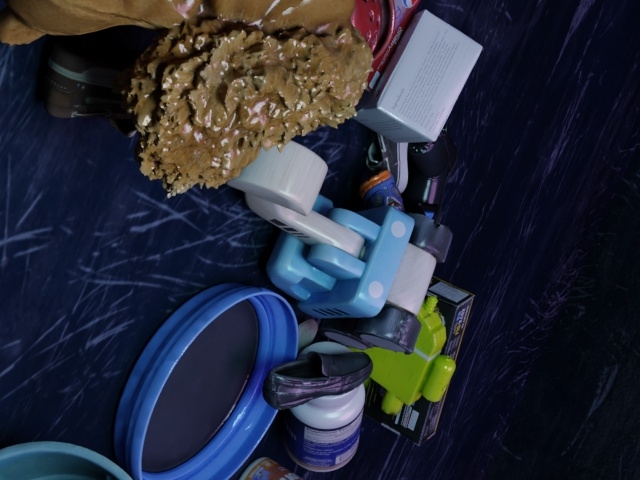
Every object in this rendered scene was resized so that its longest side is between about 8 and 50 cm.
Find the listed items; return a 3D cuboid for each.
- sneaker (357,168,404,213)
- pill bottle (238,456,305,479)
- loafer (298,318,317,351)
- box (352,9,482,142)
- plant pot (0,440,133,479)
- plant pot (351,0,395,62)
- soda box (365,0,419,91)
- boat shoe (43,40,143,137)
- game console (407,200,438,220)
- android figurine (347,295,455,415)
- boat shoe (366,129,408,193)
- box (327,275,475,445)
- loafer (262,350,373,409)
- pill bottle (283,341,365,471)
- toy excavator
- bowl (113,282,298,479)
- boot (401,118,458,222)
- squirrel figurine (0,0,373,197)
[{"bbox_3d":[0.118,-0.044,1.854,0.083,0.087,0.221,-27,157,-4],"label":"sneaker"},{"bbox_3d":[-0.054,0.521,1.916,0.121,0.216,0.121,-40,144,-39],"label":"pill bottle"},{"bbox_3d":[-0.055,0.195,1.855,0.045,0.039,0.125,54,56,-22],"label":"loafer"},{"bbox_3d":[0.149,-0.267,1.643,0.119,0.181,0.182,28,86,-17],"label":"box"},{"bbox_3d":[-0.335,0.483,1.322,0.341,0.341,0.334,-54,158,-19],"label":"plant pot"},{"bbox_3d":[-0.002,-0.310,1.381,0.174,0.191,0.191,-36,142,-57],"label":"plant pot"},{"bbox_3d":[0.092,-0.377,1.576,0.263,0.092,0.083,-61,150,-5],"label":"soda box"},{"bbox_3d":[-0.229,-0.176,1.204,0.257,0.095,0.095,2,116,-49],"label":"boat shoe"},{"bbox_3d":[0.189,-0.007,1.901,0.071,0.107,0.122,17,109,-17],"label":"game console"},{"bbox_3d":[0.142,0.196,1.869,0.056,0.248,0.272,-24,140,-49],"label":"android figurine"},{"bbox_3d":[0.119,-0.162,1.831,0.070,0.077,0.219,-18,143,-11],"label":"boat shoe"},{"bbox_3d":[0.142,0.207,1.959,0.079,0.257,0.322,-23,131,-53],"label":"box"},{"bbox_3d":[0.001,0.230,1.719,0.223,0.076,0.078,-12,124,-32],"label":"loafer"},{"bbox_3d":[0.007,0.319,1.892,0.153,0.153,0.264,-45,155,-33],"label":"pill bottle"},{"bbox_3d":[0.000,0.000,1.587,0.445,0.433,0.222,26,75,-20],"label":"toy excavator"},{"bbox_3d":[-0.184,0.248,1.626,0.391,0.077,0.391,-40,144,-38],"label":"bowl"},{"bbox_3d":[0.194,-0.136,1.940,0.246,0.094,0.207,-65,156,-14],"label":"boot"},{"bbox_3d":[-0.136,-0.248,1.028,0.370,0.281,0.397,-24,102,-42],"label":"squirrel figurine"}]
